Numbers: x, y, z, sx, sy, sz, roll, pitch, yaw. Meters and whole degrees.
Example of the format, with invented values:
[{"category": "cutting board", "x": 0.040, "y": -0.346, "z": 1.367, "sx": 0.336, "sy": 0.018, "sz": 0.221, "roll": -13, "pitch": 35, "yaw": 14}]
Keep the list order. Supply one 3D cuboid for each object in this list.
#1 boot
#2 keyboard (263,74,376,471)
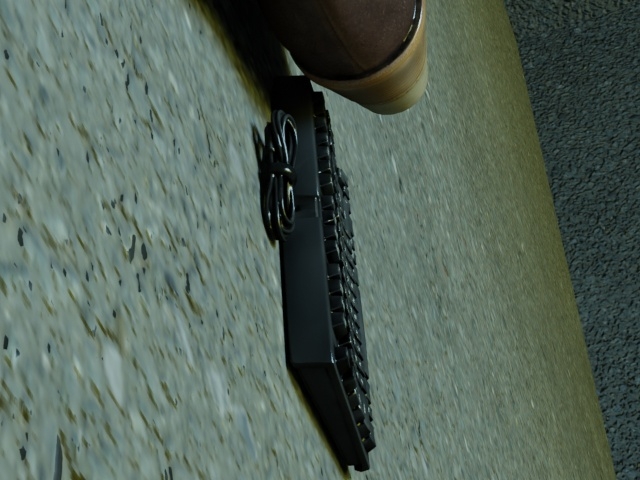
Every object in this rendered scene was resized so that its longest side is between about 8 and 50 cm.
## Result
[{"category": "boot", "x": -0.013, "y": -0.192, "z": 0.772, "sx": 0.207, "sy": 0.090, "sz": 0.248, "roll": 46, "pitch": 26, "yaw": -63}, {"category": "keyboard", "x": 0.000, "y": 0.000, "z": 0.736, "sx": 0.180, "sy": 0.023, "sz": 0.108, "roll": -96, "pitch": 165, "yaw": -47}]
